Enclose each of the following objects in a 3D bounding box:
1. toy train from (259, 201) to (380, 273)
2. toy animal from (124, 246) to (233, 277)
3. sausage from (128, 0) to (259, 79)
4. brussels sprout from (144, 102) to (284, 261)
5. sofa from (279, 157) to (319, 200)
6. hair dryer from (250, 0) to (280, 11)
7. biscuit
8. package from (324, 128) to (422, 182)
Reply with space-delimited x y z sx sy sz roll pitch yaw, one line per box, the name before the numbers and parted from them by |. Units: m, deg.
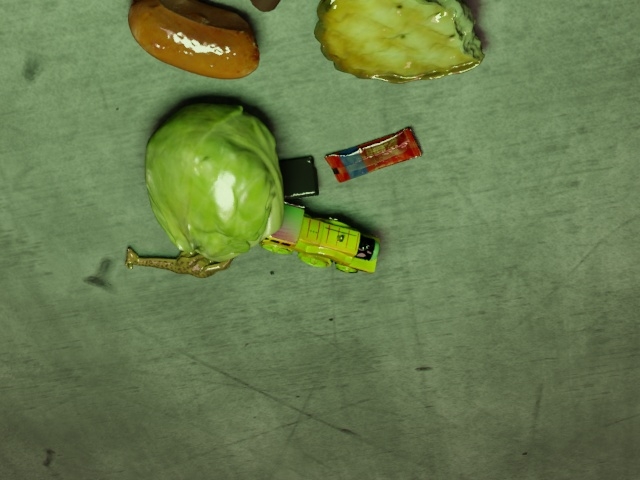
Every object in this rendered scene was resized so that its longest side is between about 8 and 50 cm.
toy train | 0.000 0.000 1.927 0.296 0.101 0.160 15 165 -13
toy animal | -0.330 0.041 2.035 0.275 0.054 0.149 -16 128 16
sausage | -0.236 -0.379 1.597 0.258 0.133 0.133 16 131 -16
brussels sprout | -0.214 -0.126 1.743 0.328 0.247 0.328 29 137 32
sofa | -0.080 -0.131 1.874 0.147 0.085 0.060 -9 176 7
hair dryer | 0.064 -0.512 1.511 0.340 0.123 0.312 8 144 -21
biscuit | 0.152 -0.415 1.557 0.329 0.078 0.335 0 150 0
package | 0.114 -0.184 1.844 0.200 0.022 0.083 -17 130 16
